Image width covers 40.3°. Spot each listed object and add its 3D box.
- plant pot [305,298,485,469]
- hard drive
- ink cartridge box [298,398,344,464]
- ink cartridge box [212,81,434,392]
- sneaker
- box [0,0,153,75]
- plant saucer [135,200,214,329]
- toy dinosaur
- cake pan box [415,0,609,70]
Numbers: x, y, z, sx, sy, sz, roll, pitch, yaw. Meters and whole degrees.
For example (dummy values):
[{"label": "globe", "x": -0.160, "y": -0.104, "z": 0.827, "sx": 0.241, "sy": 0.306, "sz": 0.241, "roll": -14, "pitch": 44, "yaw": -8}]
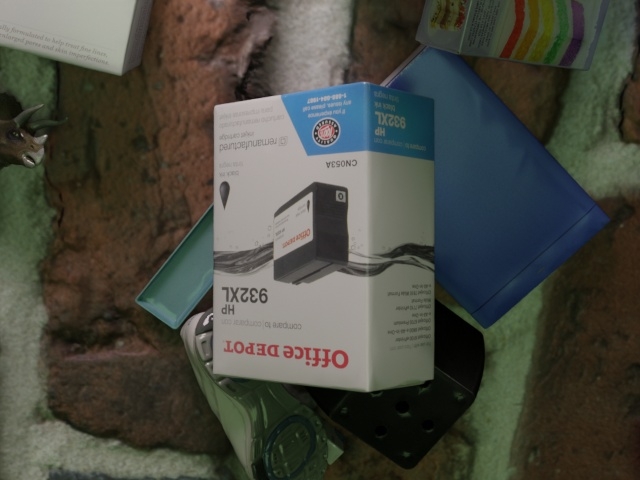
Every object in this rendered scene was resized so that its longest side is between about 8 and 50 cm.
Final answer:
[{"label": "plant pot", "x": 0.093, "y": 0.169, "z": 1.084, "sx": 0.188, "sy": 0.167, "sz": 0.187, "roll": 36, "pitch": 103, "yaw": -13}, {"label": "hard drive", "x": 0.174, "y": -0.067, "z": 1.078, "sx": 0.210, "sy": 0.040, "sz": 0.319, "roll": -44, "pitch": 104, "yaw": 11}, {"label": "ink cartridge box", "x": -0.008, "y": 0.255, "z": 1.168, "sx": 0.083, "sy": 0.048, "sz": 0.028, "roll": 43, "pitch": 101, "yaw": -12}, {"label": "ink cartridge box", "x": 0.000, "y": 0.000, "z": 0.951, "sx": 0.223, "sy": 0.129, "sz": 0.307, "roll": -1, "pitch": 89, "yaw": 39}, {"label": "sneaker", "x": -0.085, "y": 0.212, "z": 1.115, "sx": 0.111, "sy": 0.129, "sz": 0.297, "roll": -26, "pitch": 101, "yaw": -26}, {"label": "box", "x": -0.276, "y": -0.294, "z": 0.955, "sx": 0.181, "sy": 0.119, "sz": 0.181, "roll": 14, "pitch": 106, "yaw": -5}, {"label": "plant saucer", "x": -0.153, "y": 0.024, "z": 1.110, "sx": 0.067, "sy": 0.018, "sz": 0.192, "roll": 38, "pitch": 102, "yaw": -12}, {"label": "toy dinosaur", "x": -0.463, "y": -0.137, "z": 1.018, "sx": 0.314, "sy": 0.121, "sz": 0.160, "roll": 24, "pitch": 93, "yaw": -4}, {"label": "cake pan box", "x": 0.232, "y": -0.321, "z": 0.919, "sx": 0.246, "sy": 0.070, "sz": 0.266, "roll": -4, "pitch": 113, "yaw": -44}]
